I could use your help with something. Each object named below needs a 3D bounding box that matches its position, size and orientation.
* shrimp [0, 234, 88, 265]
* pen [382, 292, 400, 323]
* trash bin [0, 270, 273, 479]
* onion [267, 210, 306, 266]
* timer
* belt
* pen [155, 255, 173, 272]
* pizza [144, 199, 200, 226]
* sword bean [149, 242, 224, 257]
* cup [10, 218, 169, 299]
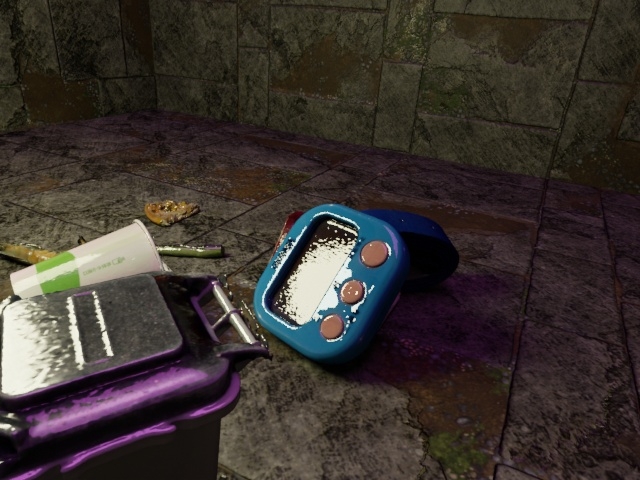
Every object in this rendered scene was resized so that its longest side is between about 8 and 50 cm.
[{"bbox_3d":[-0.799,0.021,1.330,0.261,0.051,0.198,9,19,4],"label":"shrimp"},{"bbox_3d":[0.168,0.178,1.163,0.026,0.026,0.218,16,27,23],"label":"pen"},{"bbox_3d":[-0.227,0.242,0.565,0.296,0.368,0.256,-14,32,-29],"label":"trash bin"},{"bbox_3d":[0.000,0.000,1.381,0.280,0.146,0.314,9,21,1],"label":"onion"},{"bbox_3d":[0.023,0.090,1.034,0.309,0.340,0.115,24,-12,35],"label":"timer"},{"bbox_3d":[0.196,0.032,1.239,0.346,0.212,0.117,5,36,-17],"label":"belt"},{"bbox_3d":[-0.420,0.090,1.258,0.025,0.025,0.204,-16,31,-36],"label":"pen"},{"bbox_3d":[-0.525,-0.110,1.637,0.195,0.052,0.185,-14,34,-34],"label":"pizza"},{"bbox_3d":[-0.427,0.027,1.376,0.269,0.038,0.043,3,31,0],"label":"sword bean"},{"bbox_3d":[-0.478,0.109,0.974,0.274,0.253,0.253,-20,34,-29],"label":"cup"}]
